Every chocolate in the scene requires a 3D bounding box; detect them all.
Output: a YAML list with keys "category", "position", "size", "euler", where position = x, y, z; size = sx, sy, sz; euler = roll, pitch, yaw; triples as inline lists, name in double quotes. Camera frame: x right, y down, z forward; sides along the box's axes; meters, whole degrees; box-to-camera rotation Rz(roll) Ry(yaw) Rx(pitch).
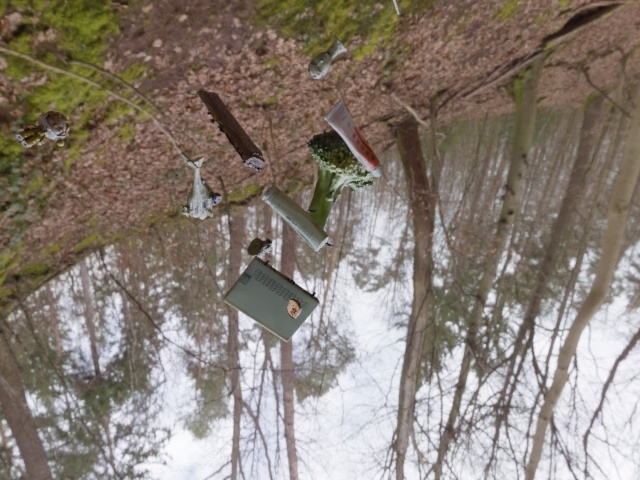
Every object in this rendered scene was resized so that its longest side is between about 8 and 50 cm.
- category: "chocolate"
  position: [-0.283, -0.355, 1.403]
  size: [0.329, 0.065, 0.102]
  euler: [52, -166, 18]

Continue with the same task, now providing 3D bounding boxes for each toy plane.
- category: "toy plane"
  position: [-0.337, -0.140, 1.218]
  size: [0.092, 0.286, 0.108]
  euler: [44, -123, 12]

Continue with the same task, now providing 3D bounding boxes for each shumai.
- category: "shumai"
  position: [-0.207, 0.032, 1.573]
  size: [0.080, 0.083, 0.082]
  euler: [29, -138, -40]

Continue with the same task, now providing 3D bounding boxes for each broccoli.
- category: "broccoli"
  position: [0.040, -0.218, 1.596]
  size: [0.397, 0.353, 0.275]
  euler: [-39, -144, -11]

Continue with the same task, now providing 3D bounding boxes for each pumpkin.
- category: "pumpkin"
  position: [-0.079, 0.210, 1.391]
  size: [0.050, 0.083, 0.028]
  euler: [45, -133, 15]

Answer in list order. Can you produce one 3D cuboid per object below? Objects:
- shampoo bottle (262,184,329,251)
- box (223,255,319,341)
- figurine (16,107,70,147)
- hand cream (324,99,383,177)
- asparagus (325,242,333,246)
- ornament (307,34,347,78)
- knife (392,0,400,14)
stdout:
- category: "shampoo bottle"
  position: [-0.068, -0.062, 1.206]
  size: [0.212, 0.072, 0.049]
  euler: [42, -129, 10]
- category: "box"
  position: [-0.160, 0.194, 1.483]
  size: [0.270, 0.211, 0.045]
  euler: [35, -168, -14]
- category: "figurine"
  position: [-0.739, -0.292, 1.192]
  size: [0.068, 0.101, 0.143]
  euler: [-9, -126, 29]
- category: "hand cream"
  position: [0.090, -0.236, 1.070]
  size: [0.038, 0.216, 0.052]
  euler: [-11, -135, 39]
- category: "asparagus"
  position: [0.000, 0.000, 1.748]
  size: [0.114, 0.015, 0.014]
  euler: [29, -171, -6]
- category: "ornament"
  position: [0.018, -0.662, 1.618]
  size: [0.075, 0.156, 0.081]
  euler: [46, -169, -5]
- category: "knife"
  position: [0.219, -0.898, 1.514]
  size: [0.022, 0.256, 0.046]
  euler: [-25, -147, 10]
